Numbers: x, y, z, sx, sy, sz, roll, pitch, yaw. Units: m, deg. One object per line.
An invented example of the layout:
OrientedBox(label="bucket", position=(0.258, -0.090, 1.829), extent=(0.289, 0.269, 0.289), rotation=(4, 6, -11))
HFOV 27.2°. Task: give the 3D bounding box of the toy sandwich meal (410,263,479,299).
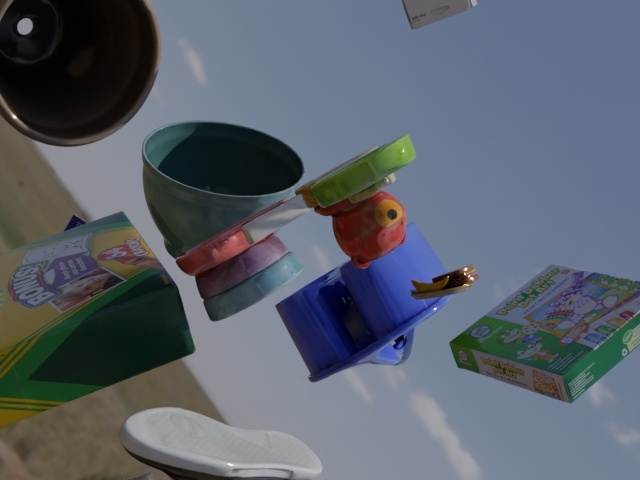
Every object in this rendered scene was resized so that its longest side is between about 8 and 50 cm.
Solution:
OrientedBox(label="toy sandwich meal", position=(0.147, 0.050, 1.594), extent=(0.085, 0.085, 0.029), rotation=(174, -96, -80))

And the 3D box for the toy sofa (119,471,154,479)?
OrientedBox(label="toy sofa", position=(-0.256, 0.421, 1.770), extent=(0.362, 0.177, 0.150), rotation=(-91, 165, -88))

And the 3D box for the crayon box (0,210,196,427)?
OrientedBox(label="crayon box", position=(-0.360, 0.098, 1.730), extent=(0.363, 0.313, 0.106), rotation=(-140, -147, -65))

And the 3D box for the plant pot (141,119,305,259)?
OrientedBox(label="plant pot", position=(-0.188, -0.066, 2.396), extent=(0.293, 0.293, 0.196), rotation=(45, -47, 46))

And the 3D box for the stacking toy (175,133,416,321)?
OrientedBox(label="stacking toy", position=(0.000, 0.000, 1.573), extent=(0.130, 0.309, 0.279), rotation=(61, -20, -4))

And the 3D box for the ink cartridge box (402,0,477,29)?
OrientedBox(label="ink cartridge box", position=(0.183, -0.367, 2.019), extent=(0.135, 0.099, 0.056), rotation=(-51, 121, -75))

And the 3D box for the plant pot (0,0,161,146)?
OrientedBox(label="plant pot", position=(-0.392, -0.291, 1.901), extent=(0.229, 0.263, 0.263), rotation=(34, -22, 52))

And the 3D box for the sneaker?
OrientedBox(label="sneaker", position=(-0.133, 0.280, 1.484), extent=(0.296, 0.147, 0.104), rotation=(21, 18, -48))

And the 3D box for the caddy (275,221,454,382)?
OrientedBox(label="caddy", position=(0.082, 0.109, 2.019), extent=(0.179, 0.241, 0.341), rotation=(58, 19, 1))

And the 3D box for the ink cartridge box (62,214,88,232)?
OrientedBox(label="ink cartridge box", position=(-0.449, 0.100, 2.512), extent=(0.223, 0.224, 0.045), rotation=(33, 5, 10))

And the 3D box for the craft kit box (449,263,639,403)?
OrientedBox(label="craft kit box", position=(0.369, 0.135, 2.026), extent=(0.246, 0.250, 0.061), rotation=(9, -53, 55))
